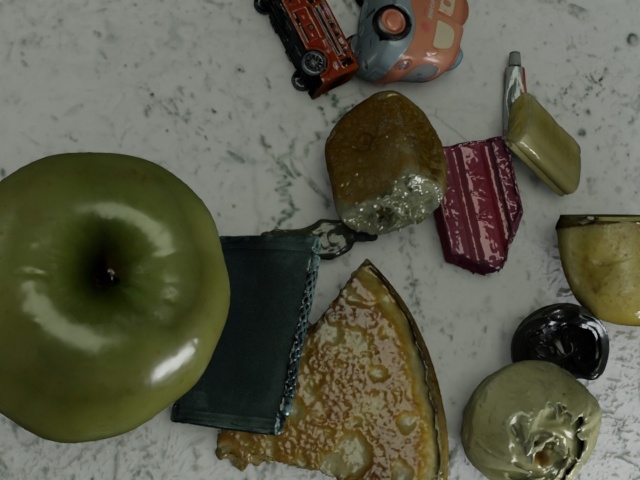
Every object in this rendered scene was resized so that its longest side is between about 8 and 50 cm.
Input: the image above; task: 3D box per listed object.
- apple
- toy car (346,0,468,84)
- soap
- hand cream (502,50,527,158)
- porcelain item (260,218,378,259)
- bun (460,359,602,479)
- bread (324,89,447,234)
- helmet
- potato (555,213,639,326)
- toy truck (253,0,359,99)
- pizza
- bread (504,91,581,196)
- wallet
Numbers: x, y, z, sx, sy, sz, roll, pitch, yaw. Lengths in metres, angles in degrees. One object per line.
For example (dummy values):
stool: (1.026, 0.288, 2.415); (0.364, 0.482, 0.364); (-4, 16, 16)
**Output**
apple: (-0.369, 0.090, 1.639); (0.474, 0.473, 0.473); (2, 78, -11)
toy car: (0.178, -0.414, 1.989); (0.212, 0.180, 0.270); (17, 75, -18)
soap: (0.292, -0.059, 1.971); (0.162, 0.099, 0.249); (-8, 80, -13)
hand cream: (0.387, -0.267, 2.070); (0.052, 0.038, 0.216); (0, 84, 13)
porcelain item: (0.000, 0.000, 1.914); (0.216, 0.069, 0.081); (-14, 75, -13)
bun: (0.381, 0.338, 1.847); (0.259, 0.152, 0.259); (-2, 103, -9)
bread: (0.124, -0.120, 1.887); (0.176, 0.196, 0.246); (31, 39, -43)
helmet: (0.443, 0.181, 1.943); (0.177, 0.107, 0.153); (-9, 113, 15)
potato: (0.582, 0.056, 1.954); (0.286, 0.242, 0.242); (2, 78, -28)
toy truck: (-0.030, -0.402, 1.973); (0.114, 0.107, 0.252); (-25, 86, -16)
pizza: (0.005, 0.281, 1.839); (0.406, 0.130, 0.439); (-16, 81, 0)
bread: (0.428, -0.181, 2.004); (0.178, 0.060, 0.139); (39, 46, -28)
wallet: (-0.119, 0.158, 1.791); (0.075, 0.237, 0.342); (33, 63, -49)
